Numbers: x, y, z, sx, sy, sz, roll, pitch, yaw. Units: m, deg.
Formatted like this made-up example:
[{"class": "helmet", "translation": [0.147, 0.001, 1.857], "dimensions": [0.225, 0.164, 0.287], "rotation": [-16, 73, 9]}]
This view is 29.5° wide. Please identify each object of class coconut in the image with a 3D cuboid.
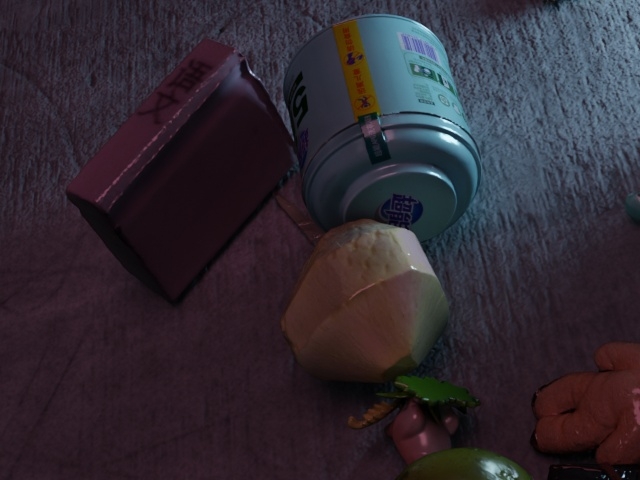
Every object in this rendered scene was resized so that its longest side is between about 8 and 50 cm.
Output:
[{"class": "coconut", "translation": [0.068, 0.102, 1.797], "dimensions": [0.259, 0.259, 0.259], "rotation": [-9, 51, 12]}]

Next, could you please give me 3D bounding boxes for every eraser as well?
[{"class": "eraser", "translation": [-0.222, -0.116, 2.034], "dimensions": [0.122, 0.272, 0.359], "rotation": [25, 67, 39]}]

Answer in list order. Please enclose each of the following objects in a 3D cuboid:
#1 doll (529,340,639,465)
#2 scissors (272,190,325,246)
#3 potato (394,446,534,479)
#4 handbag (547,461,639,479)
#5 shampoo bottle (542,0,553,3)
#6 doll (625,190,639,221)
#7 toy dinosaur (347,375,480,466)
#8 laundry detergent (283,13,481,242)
[{"class": "doll", "translation": [0.435, 0.230, 1.656], "dimensions": [0.303, 0.156, 0.201], "rotation": [-22, 52, 40]}, {"class": "scissors", "translation": [0.000, 0.000, 2.034], "dimensions": [0.109, 0.022, 0.300], "rotation": [-34, 49, -13]}, {"class": "potato", "translation": [0.152, 0.401, 1.535], "dimensions": [0.216, 0.216, 0.304], "rotation": [36, 98, 36]}, {"class": "handbag", "translation": [0.393, 0.356, 1.526], "dimensions": [0.215, 0.169, 0.155], "rotation": [-3, 52, 17]}, {"class": "shampoo bottle", "translation": [0.464, -0.495, 2.220], "dimensions": [0.079, 0.079, 0.162], "rotation": [32, 68, 35]}, {"class": "doll", "translation": [0.550, -0.071, 1.875], "dimensions": [0.159, 0.059, 0.159], "rotation": [-8, 53, 10]}, {"class": "toy dinosaur", "translation": [0.152, 0.290, 1.716], "dimensions": [0.194, 0.152, 0.177], "rotation": [27, 105, 43]}, {"class": "laundry detergent", "translation": [0.099, -0.157, 1.947], "dimensions": [0.287, 0.287, 0.305], "rotation": [-16, 50, 6]}]
